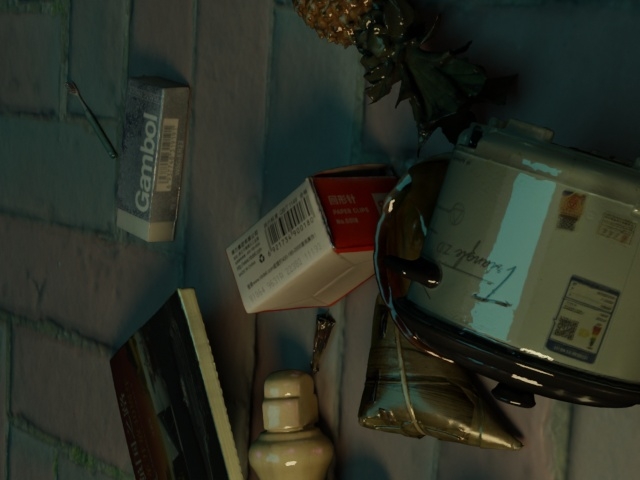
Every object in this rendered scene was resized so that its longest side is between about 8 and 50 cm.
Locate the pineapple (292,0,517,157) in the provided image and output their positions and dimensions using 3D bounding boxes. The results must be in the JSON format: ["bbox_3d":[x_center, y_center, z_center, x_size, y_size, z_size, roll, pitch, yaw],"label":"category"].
[{"bbox_3d":[0.081,-0.205,1.264,0.130,0.119,0.277,-35,59,-3],"label":"pineapple"}]

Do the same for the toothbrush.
[{"bbox_3d":[-0.338,-0.178,1.822,0.011,0.014,0.167,-53,55,27],"label":"toothbrush"}]

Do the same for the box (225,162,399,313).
[{"bbox_3d":[0.000,0.000,1.355,0.182,0.133,0.099,-40,64,46],"label":"box"}]

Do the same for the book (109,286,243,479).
[{"bbox_3d":[-0.194,0.235,1.613,0.374,0.028,0.262,-40,64,60],"label":"book"}]

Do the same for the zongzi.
[{"bbox_3d":[0.135,0.113,1.273,0.178,0.081,0.188,6,83,28],"label":"zongzi"}]

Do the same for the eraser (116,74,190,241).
[{"bbox_3d":[-0.227,-0.110,1.674,0.092,0.046,0.212,22,109,46],"label":"eraser"}]

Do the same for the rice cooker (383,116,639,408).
[{"bbox_3d":[0.193,0.029,1.037,0.241,0.281,0.227,-147,72,-71],"label":"rice cooker"}]

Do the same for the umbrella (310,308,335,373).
[{"bbox_3d":[-0.001,0.116,1.453,0.031,0.020,0.083,31,121,44],"label":"umbrella"}]

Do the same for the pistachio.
[{"bbox_3d":[0.127,0.020,1.211,0.165,0.130,0.210,2,105,26],"label":"pistachio"}]

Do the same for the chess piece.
[{"bbox_3d":[-0.028,0.348,1.436,0.117,0.117,0.397,-9,85,49],"label":"chess piece"}]
